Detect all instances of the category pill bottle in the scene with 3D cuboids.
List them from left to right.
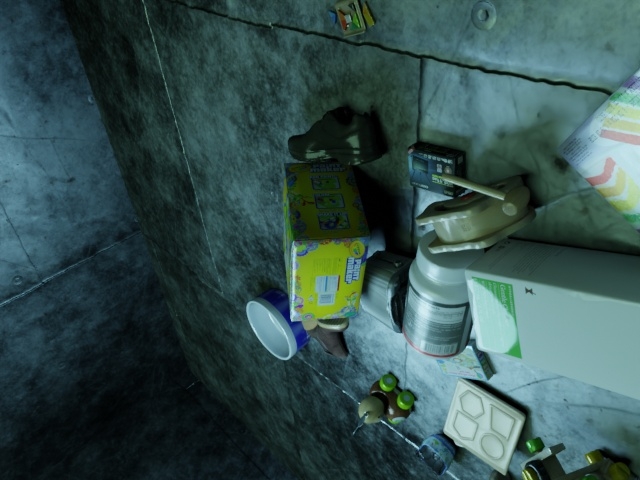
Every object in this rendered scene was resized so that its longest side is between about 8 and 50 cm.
[{"bbox_3d":[0.274,0.120,1.187,0.161,0.161,0.283,33,141,34],"label":"pill bottle"}]

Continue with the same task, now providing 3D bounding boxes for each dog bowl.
[{"bbox_3d":[-0.164,0.319,2.028,0.264,0.104,0.265,34,141,32],"label":"dog bowl"}]

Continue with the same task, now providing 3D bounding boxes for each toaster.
[{"bbox_3d":[0.182,0.132,1.362,0.146,0.129,0.227,27,140,46],"label":"toaster"}]

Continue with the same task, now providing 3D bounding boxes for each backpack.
[{"bbox_3d":[0.359,0.646,1.612,0.105,0.084,0.114,40,150,25],"label":"backpack"}]

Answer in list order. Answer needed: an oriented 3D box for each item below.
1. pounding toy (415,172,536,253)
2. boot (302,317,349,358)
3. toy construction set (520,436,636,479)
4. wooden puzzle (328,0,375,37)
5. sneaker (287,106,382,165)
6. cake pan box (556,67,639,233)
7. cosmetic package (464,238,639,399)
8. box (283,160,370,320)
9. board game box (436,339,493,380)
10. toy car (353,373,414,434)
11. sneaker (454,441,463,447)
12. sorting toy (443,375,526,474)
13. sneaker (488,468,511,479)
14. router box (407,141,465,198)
[{"bbox_3d":[0.292,-0.081,0.988,0.269,0.154,0.155,-11,109,58],"label":"pounding toy"},{"bbox_3d":[0.048,0.315,1.779,0.248,0.090,0.207,2,131,52],"label":"boot"},{"bbox_3d":[0.567,0.538,1.158,0.237,0.257,0.309,58,177,34],"label":"toy construction set"},{"bbox_3d":[0.062,-0.465,1.099,0.116,0.014,0.079,2,119,54],"label":"wooden puzzle"},{"bbox_3d":[0.028,-0.255,1.272,0.286,0.109,0.130,10,116,42],"label":"sneaker"},{"bbox_3d":[0.485,-0.114,0.711,0.246,0.070,0.267,49,165,10],"label":"cake pan box"},{"bbox_3d":[0.463,0.128,0.934,0.365,0.155,0.197,10,122,50],"label":"cosmetic package"},{"bbox_3d":[0.000,0.000,1.324,0.290,0.176,0.279,94,170,-45],"label":"box"},{"bbox_3d":[0.359,0.305,1.363,0.154,0.026,0.104,-12,108,57],"label":"board game box"},{"bbox_3d":[0.181,0.544,1.668,0.149,0.188,0.155,43,146,23],"label":"toy car"},{"bbox_3d":[0.413,0.535,1.464,0.075,0.057,0.161,55,152,-7],"label":"sneaker"},{"bbox_3d":[0.426,0.478,1.380,0.193,0.038,0.209,27,121,40],"label":"sorting toy"},{"bbox_3d":[0.510,0.729,1.489,0.066,0.071,0.189,0,117,54],"label":"sneaker"},{"bbox_3d":[0.242,-0.149,1.107,0.122,0.038,0.092,24,137,42],"label":"router box"}]
